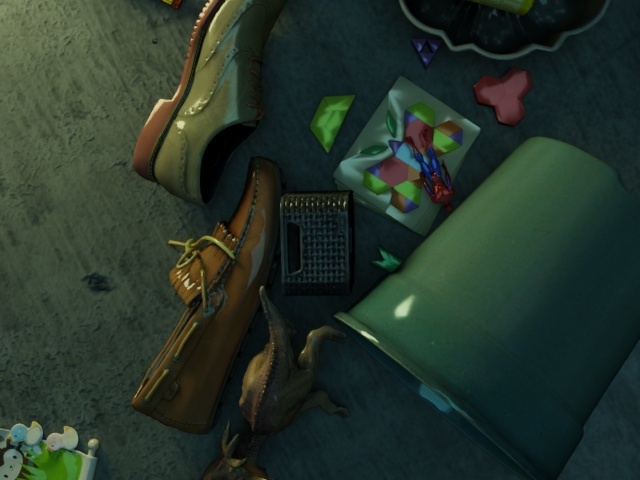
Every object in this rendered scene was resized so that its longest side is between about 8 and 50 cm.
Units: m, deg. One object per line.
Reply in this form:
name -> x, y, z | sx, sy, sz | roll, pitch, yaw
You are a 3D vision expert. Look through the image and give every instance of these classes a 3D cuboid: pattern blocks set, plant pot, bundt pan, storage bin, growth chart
pattern blocks set -> 0.122, -0.115, 1.363 | 0.286, 0.026, 0.324 | 19, 92, 2
plant pot -> 0.247, 0.075, 1.230 | 0.341, 0.341, 0.334 | 39, 84, 1
bundt pan -> 0.231, -0.389, 1.305 | 0.331, 0.124, 0.330 | 0, 91, 1
storage bin -> 0.000, 0.000, 1.272 | 0.085, 0.180, 0.122 | -1, 96, 3
growth chart -> -0.431, 0.336, 1.394 | 0.237, 0.021, 0.171 | 5, 90, 1

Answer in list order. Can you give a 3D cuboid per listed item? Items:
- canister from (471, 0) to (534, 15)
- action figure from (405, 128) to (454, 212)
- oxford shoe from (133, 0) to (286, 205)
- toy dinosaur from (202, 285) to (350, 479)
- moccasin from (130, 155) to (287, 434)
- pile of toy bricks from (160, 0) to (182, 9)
canister -> 0.185, -0.351, 1.210 | 0.170, 0.073, 0.126 | 16, 92, 0
action figure -> 0.151, -0.090, 1.334 | 0.038, 0.030, 0.115 | -23, 96, 8
oxford shoe -> -0.108, -0.207, 1.307 | 0.130, 0.123, 0.348 | 33, 103, 24
toy dinosaur -> -0.066, 0.208, 1.281 | 0.127, 0.295, 0.200 | 27, 49, 24
moccasin -> -0.148, 0.065, 1.330 | 0.147, 0.139, 0.379 | 21, 101, -7
pile of toy bricks -> -0.270, -0.400, 1.329 | 0.212, 0.105, 0.118 | 27, 92, 1
